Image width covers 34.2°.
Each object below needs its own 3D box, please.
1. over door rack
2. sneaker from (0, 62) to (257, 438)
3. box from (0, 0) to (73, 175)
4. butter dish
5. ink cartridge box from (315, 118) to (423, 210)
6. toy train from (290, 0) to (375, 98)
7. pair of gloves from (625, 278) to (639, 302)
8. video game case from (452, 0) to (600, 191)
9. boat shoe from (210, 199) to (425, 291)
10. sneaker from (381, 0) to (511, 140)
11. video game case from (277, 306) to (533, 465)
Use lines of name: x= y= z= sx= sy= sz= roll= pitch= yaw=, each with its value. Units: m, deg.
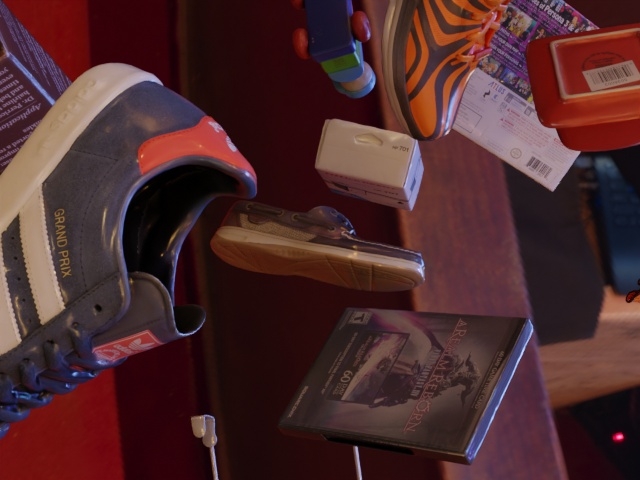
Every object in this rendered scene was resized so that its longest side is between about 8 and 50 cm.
over door rack: x=-0.039 y=0.391 z=1.538 sx=0.240 sy=0.108 sz=0.324 roll=-9 pitch=95 yaw=7
sneaker: x=-0.169 y=0.057 z=0.667 sx=0.148 sy=0.131 sz=0.350 roll=31 pitch=85 yaw=17
box: x=-0.337 y=-0.098 z=1.108 sx=0.191 sy=0.381 sz=0.143 roll=-30 pitch=62 yaw=0
butter dish: x=0.316 y=-0.152 z=1.155 sx=0.160 sy=0.118 sz=0.160 roll=-7 pitch=45 yaw=9
ink cartridge box: x=0.077 y=-0.113 z=1.583 sx=0.140 sy=0.191 sz=0.082 roll=14 pitch=85 yaw=10
toy train: x=0.025 y=-0.334 z=1.490 sx=0.105 sy=0.143 sz=0.248 roll=-13 pitch=60 yaw=15
pair of gloves: x=0.236 y=0.017 z=0.647 sx=0.074 sy=0.083 sz=0.010 roll=10 pitch=33 yaw=-32
video game case: x=0.273 y=-0.203 z=1.344 sx=0.232 sy=0.042 sz=0.210 roll=26 pitch=101 yaw=-29
boat shoe: x=0.000 y=0.000 z=1.348 sx=0.285 sy=0.103 sz=0.092 roll=8 pitch=66 yaw=17
sneaker: x=0.166 y=-0.231 z=1.017 sx=0.180 sy=0.321 sz=0.124 roll=18 pitch=36 yaw=25
video game case: x=0.097 y=0.165 z=1.245 sx=0.026 sy=0.274 sz=0.196 roll=56 pitch=51 yaw=-32
